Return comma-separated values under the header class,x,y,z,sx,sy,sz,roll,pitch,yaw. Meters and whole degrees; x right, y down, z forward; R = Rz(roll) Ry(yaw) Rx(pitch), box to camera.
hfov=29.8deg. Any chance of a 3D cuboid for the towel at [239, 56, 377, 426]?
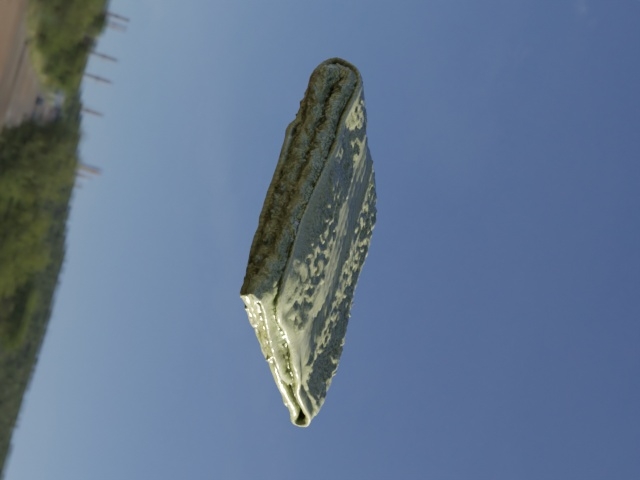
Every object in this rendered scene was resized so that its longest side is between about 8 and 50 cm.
class,x,y,z,sx,sy,sz,roll,pitch,yaw
towel,0.000,0.000,0.555,0.110,0.027,0.148,76,24,-50
